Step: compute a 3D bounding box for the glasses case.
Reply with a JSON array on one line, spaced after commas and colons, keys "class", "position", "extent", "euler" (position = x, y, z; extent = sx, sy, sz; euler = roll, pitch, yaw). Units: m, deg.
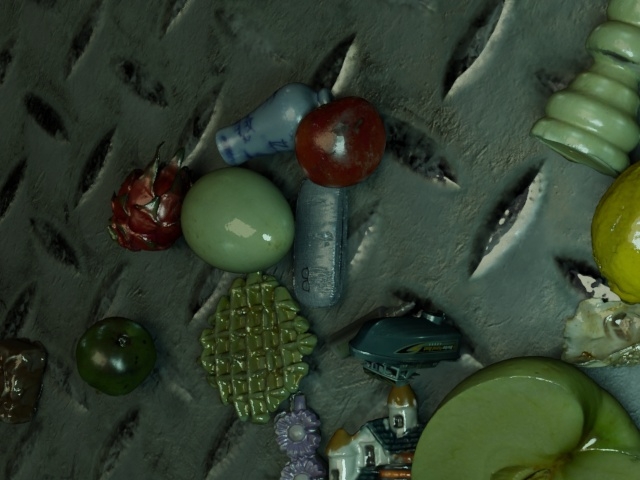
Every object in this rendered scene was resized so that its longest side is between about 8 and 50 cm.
[{"class": "glasses case", "position": [0.000, 0.000, 1.922], "extent": [0.109, 0.067, 0.282], "euler": [1, 88, 32]}]

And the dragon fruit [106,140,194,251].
[{"class": "dragon fruit", "position": [-0.370, -0.087, 2.114], "extent": [0.193, 0.192, 0.274], "euler": [39, 94, 0]}]

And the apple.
[{"class": "apple", "position": [0.335, 0.374, 1.524], "extent": [0.360, 0.311, 0.320], "euler": [-44, 52, 30]}]

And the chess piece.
[{"class": "chess piece", "position": [0.498, -0.286, 1.557], "extent": [0.182, 0.182, 0.330], "euler": [29, 96, 33]}]

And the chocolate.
[{"class": "chocolate", "position": [-0.800, 0.359, 2.423], "extent": [0.148, 0.093, 0.214], "euler": [12, 92, 33]}]

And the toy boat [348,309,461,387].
[{"class": "toy boat", "position": [0.142, 0.192, 1.672], "extent": [0.114, 0.296, 0.122], "euler": [19, 100, 34]}]

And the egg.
[{"class": "egg", "position": [-0.165, -0.036, 1.933], "extent": [0.295, 0.218, 0.218], "euler": [31, 104, 52]}]

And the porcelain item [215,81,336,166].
[{"class": "porcelain item", "position": [-0.088, -0.239, 1.946], "extent": [0.259, 0.141, 0.141], "euler": [-22, 73, 16]}]

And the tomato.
[{"class": "tomato", "position": [0.045, -0.190, 1.836], "extent": [0.189, 0.099, 0.173], "euler": [-22, 98, -2]}]

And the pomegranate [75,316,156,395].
[{"class": "pomegranate", "position": [-0.483, 0.283, 2.176], "extent": [0.187, 0.187, 0.225], "euler": [58, 140, 24]}]

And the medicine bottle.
[{"class": "medicine bottle", "position": [0.107, 0.169, 1.841], "extent": [0.199, 0.057, 0.058], "euler": [-32, 69, 27]}]

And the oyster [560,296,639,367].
[{"class": "oyster", "position": [0.510, 0.159, 1.536], "extent": [0.232, 0.107, 0.161], "euler": [-19, 37, 36]}]

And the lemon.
[{"class": "lemon", "position": [0.534, -0.018, 1.478], "extent": [0.204, 0.204, 0.260], "euler": [27, 102, 33]}]

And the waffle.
[{"class": "waffle", "position": [-0.145, 0.226, 1.990], "extent": [0.309, 0.056, 0.292], "euler": [46, 108, 36]}]

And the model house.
[{"class": "model house", "position": [0.135, 0.407, 1.722], "extent": [0.271, 0.190, 0.301], "euler": [-9, 80, 35]}]

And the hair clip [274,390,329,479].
[{"class": "hair clip", "position": [-0.036, 0.452, 1.910], "extent": [0.106, 0.084, 0.292], "euler": [-9, 75, 15]}]
